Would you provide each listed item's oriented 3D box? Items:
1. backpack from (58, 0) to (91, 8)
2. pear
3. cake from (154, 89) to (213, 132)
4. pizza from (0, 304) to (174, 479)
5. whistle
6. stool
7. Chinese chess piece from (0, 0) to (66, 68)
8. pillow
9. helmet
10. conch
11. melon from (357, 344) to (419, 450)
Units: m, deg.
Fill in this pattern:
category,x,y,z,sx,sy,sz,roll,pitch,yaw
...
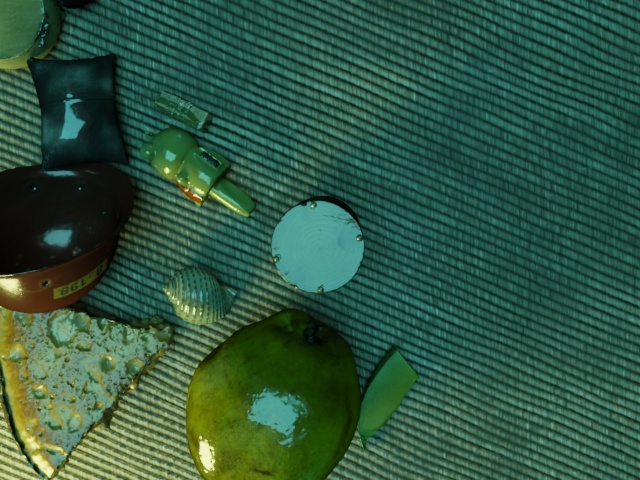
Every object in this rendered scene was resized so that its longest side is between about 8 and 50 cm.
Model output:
category,x,y,z,sx,sy,sz,roll,pitch,yaw
backpack,-0.539,-0.582,1.340,0.106,0.120,0.165,-23,111,7
pear,-0.097,0.348,1.314,0.352,0.352,0.413,30,90,-1
cake,-0.301,-0.287,1.405,0.140,0.055,0.051,30,98,17
pizza,-0.520,0.288,1.434,0.406,0.130,0.440,-14,89,-7
whistle,-0.264,-0.147,1.374,0.288,0.131,0.106,38,126,-5
stool,0.000,0.000,1.302,0.179,0.264,0.179,0,96,2
Chinese chess piece,-0.678,-0.485,1.366,0.238,0.092,0.238,0,95,2
pillow,-0.521,-0.278,1.366,0.186,0.106,0.250,-8,90,-14
helmet,-0.576,0.016,1.334,0.337,0.385,0.230,28,134,22
conch,-0.276,0.132,1.414,0.153,0.102,0.135,22,111,-1
melon,0.145,0.366,1.454,0.114,0.053,0.262,20,101,-18
